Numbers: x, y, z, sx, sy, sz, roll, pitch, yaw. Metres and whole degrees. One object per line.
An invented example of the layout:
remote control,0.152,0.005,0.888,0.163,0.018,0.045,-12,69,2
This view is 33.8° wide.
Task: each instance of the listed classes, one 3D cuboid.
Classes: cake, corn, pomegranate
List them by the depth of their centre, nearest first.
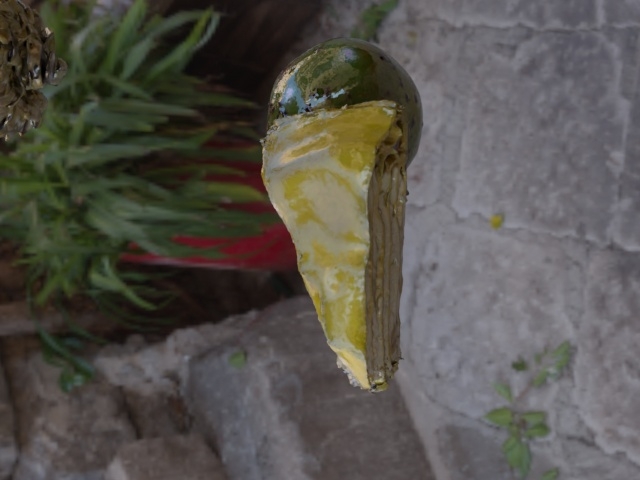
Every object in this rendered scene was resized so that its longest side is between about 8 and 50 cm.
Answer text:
cake,-0.002,0.001,0.676,0.116,0.080,0.185,10,104,25
corn,-0.335,-0.124,0.737,0.115,0.318,0.115,4,-90,-80
pomegranate,0.015,-0.084,0.778,0.130,0.130,0.130,0,90,58
